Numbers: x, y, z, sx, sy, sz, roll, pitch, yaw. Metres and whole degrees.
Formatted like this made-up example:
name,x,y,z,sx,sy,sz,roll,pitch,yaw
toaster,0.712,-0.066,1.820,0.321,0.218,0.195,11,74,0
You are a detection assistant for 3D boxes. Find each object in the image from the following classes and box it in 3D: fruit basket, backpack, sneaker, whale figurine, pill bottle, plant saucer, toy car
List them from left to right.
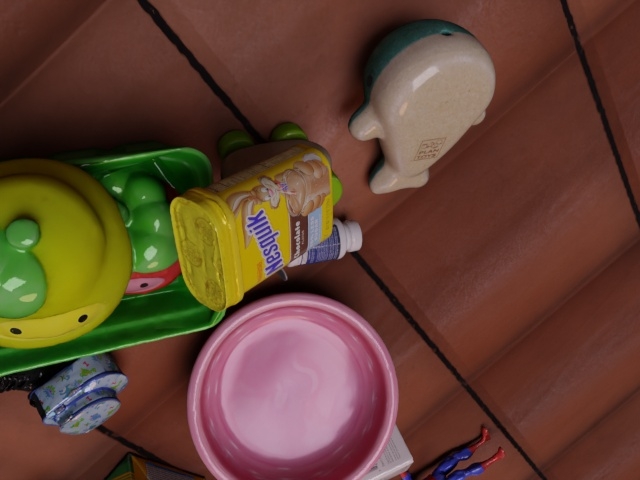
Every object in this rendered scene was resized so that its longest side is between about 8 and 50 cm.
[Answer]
name,x,y,z,sx,sy,sz,roll,pitch,yaw
sneaker,-0.448,0.193,0.787,0.170,0.089,0.051,29,103,-33
fruit basket,-0.280,0.027,0.605,0.391,0.392,0.283,-11,121,-18
backpack,-0.340,0.223,0.845,0.114,0.084,0.105,-41,159,-10
toy car,-0.060,-0.040,0.803,0.148,0.155,0.189,-11,130,-18
plant saucer,-0.044,0.248,0.933,0.331,0.084,0.333,0,88,-9
pill bottle,0.000,0.000,0.895,0.120,0.067,0.067,-9,120,-20
whale figurine,0.132,-0.188,0.833,0.216,0.141,0.272,-12,146,-17

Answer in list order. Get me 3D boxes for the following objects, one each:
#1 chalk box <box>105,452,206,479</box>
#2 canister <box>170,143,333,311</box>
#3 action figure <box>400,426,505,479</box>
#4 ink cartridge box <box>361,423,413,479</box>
name,x,y,z,sx,sy,sz,roll,pitch,yaw
chalk box,-0.331,0.547,0.982,0.289,0.179,0.180,-47,126,7
canister,-0.064,-0.020,0.616,0.169,0.073,0.126,-33,134,-39
action figure,0.265,0.506,1.280,0.280,0.091,0.139,-34,132,-5
ink cartridge box,0.017,0.370,1.032,0.237,0.172,0.100,-21,151,-12
